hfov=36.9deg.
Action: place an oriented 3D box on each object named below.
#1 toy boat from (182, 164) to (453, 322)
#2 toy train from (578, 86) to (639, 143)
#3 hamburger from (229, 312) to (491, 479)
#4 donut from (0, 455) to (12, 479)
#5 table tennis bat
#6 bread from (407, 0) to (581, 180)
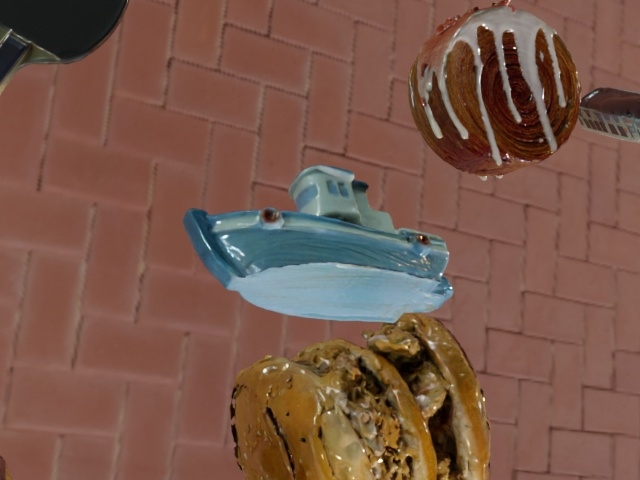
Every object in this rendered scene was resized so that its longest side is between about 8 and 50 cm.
[{"bbox_3d":[0.000,0.000,0.728,0.215,0.088,0.102,6,54,-27],"label":"toy boat"},{"bbox_3d":[0.300,-0.121,0.926,0.043,0.207,0.047,-30,102,2],"label":"toy train"},{"bbox_3d":[0.040,0.206,0.971,0.211,0.260,0.245,-15,98,-27],"label":"hamburger"},{"bbox_3d":[-0.321,0.271,0.918,0.059,0.140,0.141,-11,89,-12],"label":"donut"},{"bbox_3d":[-0.187,-0.144,0.625,0.095,0.014,0.158,29,75,0],"label":"table tennis bat"},{"bbox_3d":[0.162,-0.139,0.891,0.160,0.073,0.161,2,84,-19],"label":"bread"}]
